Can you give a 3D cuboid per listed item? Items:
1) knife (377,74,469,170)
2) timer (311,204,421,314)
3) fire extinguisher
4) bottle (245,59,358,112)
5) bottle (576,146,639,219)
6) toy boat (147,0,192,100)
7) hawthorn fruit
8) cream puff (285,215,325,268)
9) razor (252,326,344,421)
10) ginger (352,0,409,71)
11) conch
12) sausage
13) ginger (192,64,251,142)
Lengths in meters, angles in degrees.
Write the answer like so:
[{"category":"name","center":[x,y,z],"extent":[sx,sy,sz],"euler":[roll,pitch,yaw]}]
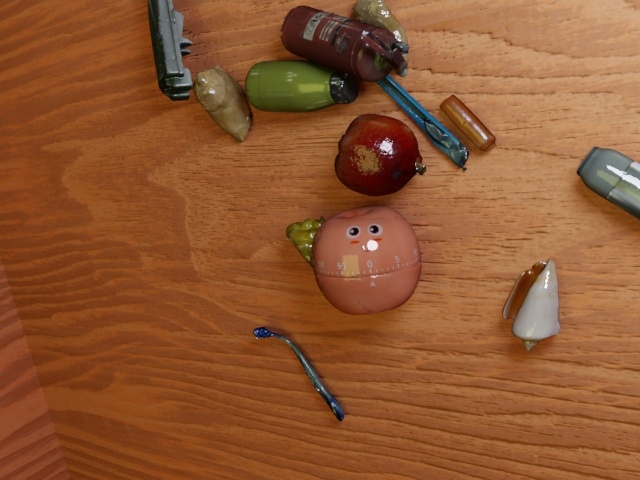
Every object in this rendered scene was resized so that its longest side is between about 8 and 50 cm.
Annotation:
[{"category":"knife","center":[0.195,-0.254,1.426],"extent":[0.296,0.026,0.044],"euler":[46,141,14]},{"category":"timer","center":[0.096,0.039,1.486],"extent":[0.229,0.229,0.215],"euler":[-7,97,40]},{"category":"fire extinguisher","center":[0.050,-0.383,1.366],"extent":[0.337,0.147,0.107],"euler":[31,96,42]},{"category":"bottle","center":[-0.037,-0.331,1.522],"extent":[0.260,0.112,0.112],"euler":[10,113,36]},{"category":"bottle","center":[0.553,-0.066,1.185],"extent":[0.253,0.079,0.096],"euler":[37,165,20]},{"category":"toy boat","center":[-0.364,-0.503,1.706],"extent":[0.141,0.092,0.320],"euler":[146,114,-71]},{"category":"hawthorn fruit","center":[0.125,-0.166,1.431],"extent":[0.188,0.169,0.169],"euler":[26,123,15]},{"category":"cream puff","center":[0.000,0.000,1.629],"extent":[0.116,0.146,0.146],"euler":[-37,81,2]},{"category":"razor","center":[-0.043,0.334,1.837],"extent":[0.056,0.093,0.324],"euler":[-45,79,4]},{"category":"ginger","center":[0.126,-0.418,1.399],"extent":[0.069,0.051,0.173],"euler":[-35,82,45]},{"category":"conch","center":[0.410,0.124,1.363],"extent":[0.104,0.094,0.176],"euler":[-139,43,-72]},{"category":"sausage","center":[0.284,-0.224,1.355],"extent":[0.039,0.041,0.131],"euler":[-46,77,18]},{"category":"ginger","center":[-0.239,-0.322,1.691],"extent":[0.115,0.122,0.193],"euler":[-29,94,22]}]
